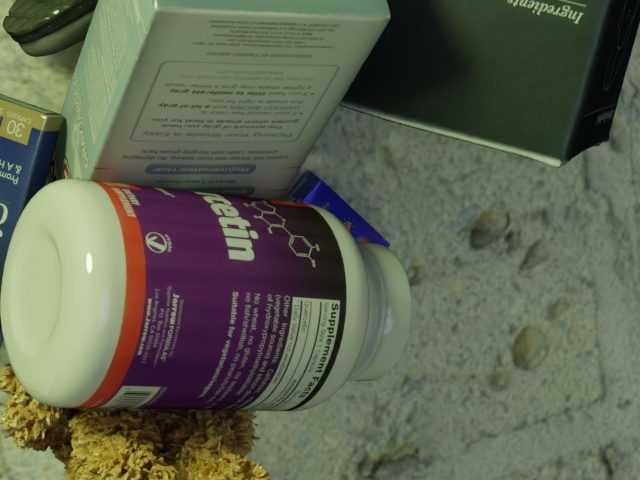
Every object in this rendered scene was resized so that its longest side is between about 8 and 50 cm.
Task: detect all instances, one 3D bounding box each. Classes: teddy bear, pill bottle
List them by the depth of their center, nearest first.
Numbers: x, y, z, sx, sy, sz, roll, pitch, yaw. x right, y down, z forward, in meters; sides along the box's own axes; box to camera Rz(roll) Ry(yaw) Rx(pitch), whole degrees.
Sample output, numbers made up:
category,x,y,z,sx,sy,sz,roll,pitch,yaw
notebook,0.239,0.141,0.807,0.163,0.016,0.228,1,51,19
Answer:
category,x,y,z,sx,sy,sz,roll,pitch,yaw
pill bottle,-0.088,0.051,1.267,0.322,0.181,0.182,5,104,-34
teddy bear,-0.163,0.157,1.316,0.245,0.338,0.113,5,101,-11

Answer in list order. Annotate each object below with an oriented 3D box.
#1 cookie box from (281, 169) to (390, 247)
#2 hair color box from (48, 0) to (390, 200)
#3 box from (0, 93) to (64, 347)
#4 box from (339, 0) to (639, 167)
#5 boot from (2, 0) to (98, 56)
category,x,y,z,sx,sy,sz,roll,pitch,yaw
cookie box,0.000,0.000,1.502,0.092,0.040,0.107,-48,117,-3
hair color box,-0.100,-0.119,1.257,0.185,0.374,0.114,-1,61,-22
box,-0.316,-0.021,1.325,0.136,0.036,0.225,19,101,15
box,0.185,-0.288,1.320,0.211,0.293,0.396,16,101,14
boot,-0.093,-0.195,1.371,0.338,0.118,0.223,-28,123,-5
